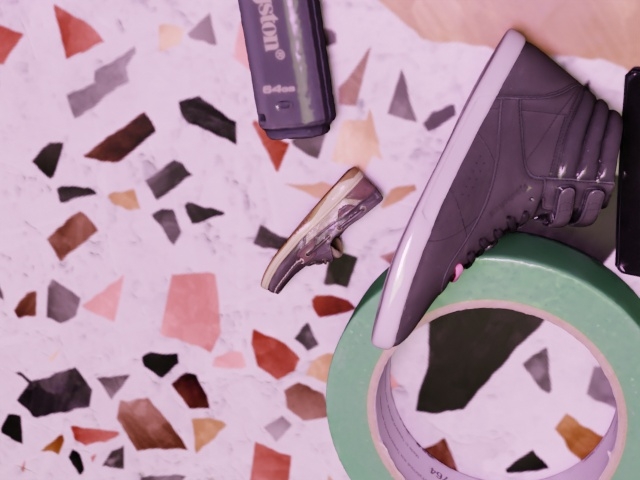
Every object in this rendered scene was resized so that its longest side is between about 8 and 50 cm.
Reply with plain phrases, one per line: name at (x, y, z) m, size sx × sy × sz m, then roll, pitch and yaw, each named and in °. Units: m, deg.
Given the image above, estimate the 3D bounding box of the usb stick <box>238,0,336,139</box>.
usb stick at (-0.040, -0.227, 1.027) m, size 0.077 × 0.045 × 0.278 m, roll -4°, pitch 109°, yaw 15°

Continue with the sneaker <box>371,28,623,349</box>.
sneaker at (0.156, -0.021, 0.969) m, size 0.146 × 0.104 × 0.296 m, roll 27°, pitch 81°, yaw 1°

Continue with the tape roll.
tape roll at (0.168, 0.152, 1.095) m, size 0.321 × 0.077 × 0.321 m, roll 4°, pitch 110°, yaw 12°

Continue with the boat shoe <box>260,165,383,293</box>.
boat shoe at (0.000, 0.000, 1.093) m, size 0.049 × 0.056 × 0.152 m, roll 40°, pitch 114°, yaw 3°

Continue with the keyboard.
keyboard at (0.313, -0.056, 1.013) m, size 0.100 × 0.038 × 0.192 m, roll 13°, pitch 115°, yaw 35°
